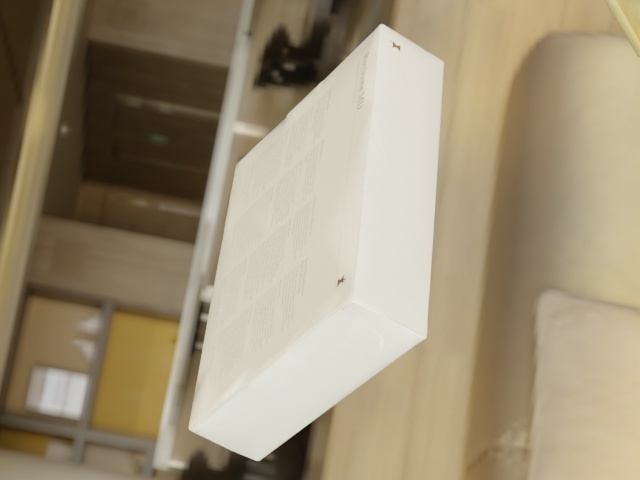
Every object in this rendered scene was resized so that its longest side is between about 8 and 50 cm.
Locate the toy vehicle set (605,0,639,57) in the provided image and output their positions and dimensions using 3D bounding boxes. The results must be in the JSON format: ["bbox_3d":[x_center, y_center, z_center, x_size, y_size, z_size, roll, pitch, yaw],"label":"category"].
[{"bbox_3d":[0.287,-0.249,1.249,0.267,0.166,0.035,48,-126,-42],"label":"toy vehicle set"}]

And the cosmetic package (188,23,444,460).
[{"bbox_3d":[0.000,0.000,1.595,0.284,0.097,0.377,-43,29,42],"label":"cosmetic package"}]
